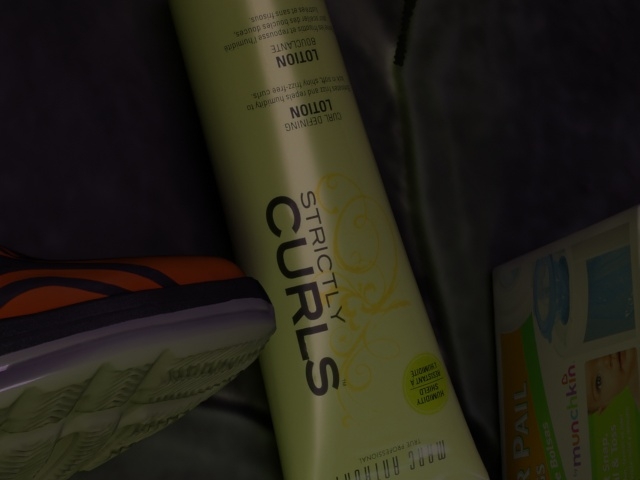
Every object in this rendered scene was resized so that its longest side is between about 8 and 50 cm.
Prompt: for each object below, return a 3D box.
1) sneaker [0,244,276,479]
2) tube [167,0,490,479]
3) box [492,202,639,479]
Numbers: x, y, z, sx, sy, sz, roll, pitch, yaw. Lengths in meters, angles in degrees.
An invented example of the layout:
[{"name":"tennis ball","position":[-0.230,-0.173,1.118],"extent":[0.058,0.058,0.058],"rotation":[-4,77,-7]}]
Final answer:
[{"name":"sneaker","position":[-0.170,0.001,0.515],"extent":[0.321,0.124,0.180],"rotation":[-8,64,-40]},{"name":"tube","position":[0.000,0.000,0.629],"extent":[0.070,0.062,0.240],"rotation":[-16,87,14]},{"name":"box","position":[0.144,0.100,0.631],"extent":[0.103,0.114,0.203],"rotation":[6,73,-24]}]
